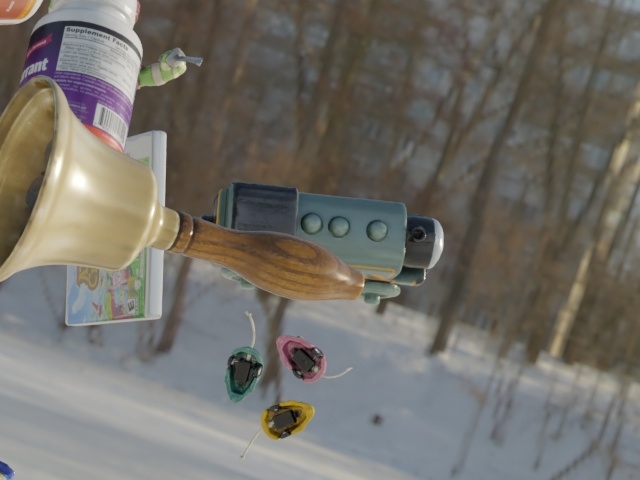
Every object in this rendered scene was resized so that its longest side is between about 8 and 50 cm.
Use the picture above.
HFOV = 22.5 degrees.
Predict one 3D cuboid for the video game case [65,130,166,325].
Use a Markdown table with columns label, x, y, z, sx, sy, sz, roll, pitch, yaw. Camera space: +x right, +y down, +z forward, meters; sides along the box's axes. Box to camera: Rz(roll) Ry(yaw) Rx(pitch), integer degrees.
| label | x | y | z | sx | sy | sz | roll | pitch | yaw |
| --- | --- | --- | --- | --- | --- | --- | --- | --- | --- |
| video game case | -0.239 | -0.010 | 1.866 | 0.023 | 0.212 | 0.193 | 5 | -8 | -36 |

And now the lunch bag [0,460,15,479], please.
| label | x | y | z | sx | sy | sz | roll | pitch | yaw |
| --- | --- | --- | --- | --- | --- | --- | --- | --- | --- |
| lunch bag | -0.502 | 0.403 | 1.969 | 0.138 | 0.221 | 0.293 | 30 | -46 | 19 |

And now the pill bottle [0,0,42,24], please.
| label | x | y | z | sx | sy | sz | roll | pitch | yaw |
| --- | --- | --- | --- | --- | --- | --- | --- | --- | --- |
| pill bottle | -0.385 | -0.272 | 1.590 | 0.121 | 0.121 | 0.216 | 16 | 17 | 39 |

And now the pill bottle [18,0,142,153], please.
| label | x | y | z | sx | sy | sz | roll | pitch | yaw |
| --- | --- | --- | --- | --- | --- | --- | --- | --- | --- |
| pill bottle | -0.227 | -0.151 | 1.521 | 0.108 | 0.193 | 0.108 | 6 | -26 | 3 |

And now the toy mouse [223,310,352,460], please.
| label | x | y | z | sx | sy | sz | roll | pitch | yaw |
| --- | --- | --- | --- | --- | --- | --- | --- | --- | --- |
| toy mouse | -0.048 | 0.141 | 1.752 | 0.161 | 0.143 | 0.031 | -28 | -4 | 17 |

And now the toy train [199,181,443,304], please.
| label | x | y | z | sx | sy | sz | roll | pitch | yaw |
| --- | --- | --- | --- | --- | --- | --- | --- | --- | --- |
| toy train | 0.000 | 0.000 | 2.157 | 0.334 | 0.142 | 0.190 | 7 | -12 | -10 |

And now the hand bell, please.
| label | x | y | z | sx | sy | sz | roll | pitch | yaw |
| --- | --- | --- | --- | --- | --- | --- | --- | --- | --- |
| hand bell | -0.079 | -0.003 | 0.979 | 0.242 | 0.126 | 0.126 | 18 | -3 | -29 |

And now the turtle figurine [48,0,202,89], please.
| label | x | y | z | sx | sy | sz | roll | pitch | yaw |
| --- | --- | --- | --- | --- | --- | --- | --- | --- | --- |
| turtle figurine | -0.269 | -0.302 | 2.175 | 0.198 | 0.266 | 0.274 | 5 | -36 | -13 |
